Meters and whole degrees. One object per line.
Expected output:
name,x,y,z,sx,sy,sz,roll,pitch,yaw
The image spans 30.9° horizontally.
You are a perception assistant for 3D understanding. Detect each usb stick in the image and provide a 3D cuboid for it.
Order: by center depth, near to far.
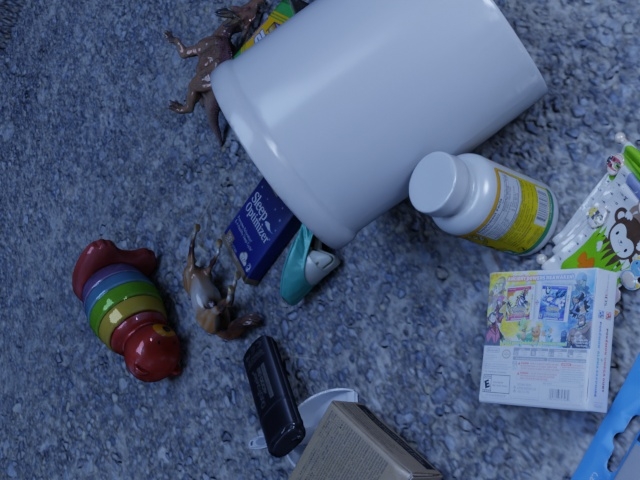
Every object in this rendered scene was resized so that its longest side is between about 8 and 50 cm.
usb stick,-0.081,0.257,1.943,0.077,0.045,0.278,-51,28,15

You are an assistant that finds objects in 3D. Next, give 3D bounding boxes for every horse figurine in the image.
horse figurine,-0.203,0.097,2.170,0.263,0.066,0.174,56,138,36

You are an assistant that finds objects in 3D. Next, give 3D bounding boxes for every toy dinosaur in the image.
toy dinosaur,-0.201,-0.349,2.311,0.200,0.127,0.296,-15,71,39

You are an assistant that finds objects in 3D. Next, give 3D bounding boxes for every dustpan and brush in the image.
dustpan and brush,-0.033,0.326,1.902,0.211,0.060,0.147,-20,62,44

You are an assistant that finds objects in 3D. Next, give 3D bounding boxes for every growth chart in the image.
growth chart,0.389,-0.007,1.560,0.237,0.021,0.172,-59,40,20

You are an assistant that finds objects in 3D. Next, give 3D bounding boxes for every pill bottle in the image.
pill bottle,0.226,-0.054,1.619,0.117,0.208,0.118,-20,62,44

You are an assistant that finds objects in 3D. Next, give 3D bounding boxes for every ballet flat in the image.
ballet flat,0.000,0.000,1.974,0.087,0.083,0.247,17,91,34

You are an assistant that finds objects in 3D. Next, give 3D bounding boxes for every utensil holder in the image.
utensil holder,0.086,-0.228,1.686,0.385,0.327,0.328,-36,48,10

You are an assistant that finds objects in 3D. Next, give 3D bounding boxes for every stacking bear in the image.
stacking bear,-0.371,0.158,2.297,0.164,0.175,0.289,-53,50,20

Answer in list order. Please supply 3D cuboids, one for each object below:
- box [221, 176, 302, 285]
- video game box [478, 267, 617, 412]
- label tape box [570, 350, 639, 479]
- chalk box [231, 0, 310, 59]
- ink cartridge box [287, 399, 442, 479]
box,-0.093,-0.043,2.131,0.225,0.036,0.136,-52,43,22
video game box,0.305,0.134,1.567,0.205,0.048,0.187,-5,78,55
label tape box,0.417,0.303,1.341,0.347,0.115,0.249,39,106,47
chalk box,-0.010,-0.243,1.993,0.179,0.180,0.289,-44,46,31
ink cartridge box,0.047,0.391,1.744,0.193,0.088,0.235,39,106,39
